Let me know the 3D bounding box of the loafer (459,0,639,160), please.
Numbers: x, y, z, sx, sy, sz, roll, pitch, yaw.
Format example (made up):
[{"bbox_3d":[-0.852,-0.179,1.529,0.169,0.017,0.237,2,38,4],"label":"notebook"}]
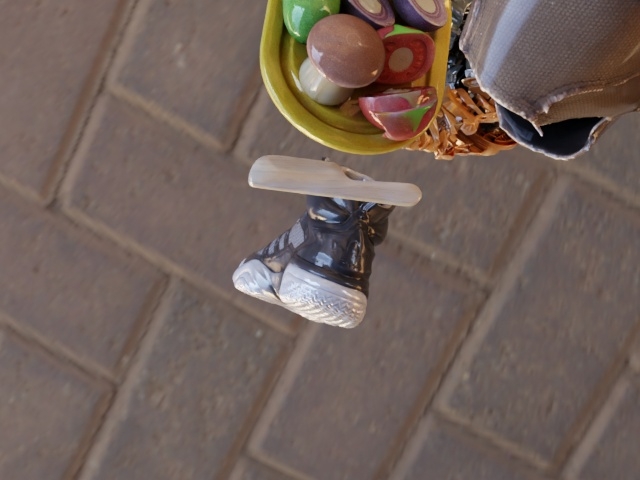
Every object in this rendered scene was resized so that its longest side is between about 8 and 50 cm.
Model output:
[{"bbox_3d":[0.135,-0.117,0.958,0.134,0.366,0.130,45,100,12],"label":"loafer"}]

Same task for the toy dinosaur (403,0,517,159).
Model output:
[{"bbox_3d":[0.131,-0.150,1.462,0.164,0.322,0.218,-46,76,25],"label":"toy dinosaur"}]

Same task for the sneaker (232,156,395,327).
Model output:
[{"bbox_3d":[0.000,0.000,1.771,0.101,0.268,0.153,24,85,-18],"label":"sneaker"}]

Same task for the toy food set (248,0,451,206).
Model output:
[{"bbox_3d":[0.031,-0.131,1.133,0.128,0.218,0.071,13,152,-12],"label":"toy food set"}]
